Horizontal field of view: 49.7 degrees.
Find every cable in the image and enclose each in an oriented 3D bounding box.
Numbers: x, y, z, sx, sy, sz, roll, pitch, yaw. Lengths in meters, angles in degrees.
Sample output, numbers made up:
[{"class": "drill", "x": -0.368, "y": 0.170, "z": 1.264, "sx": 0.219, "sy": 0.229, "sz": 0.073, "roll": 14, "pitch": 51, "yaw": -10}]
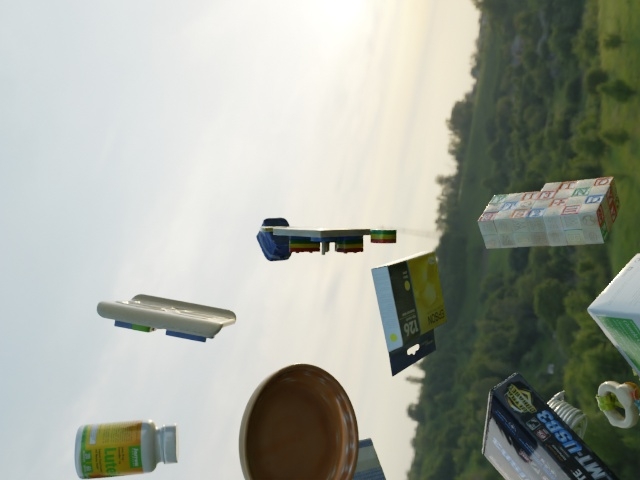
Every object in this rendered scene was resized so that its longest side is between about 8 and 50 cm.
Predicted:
[{"class": "cable", "x": 0.543, "y": 0.506, "z": 1.633, "sx": 0.257, "sy": 0.089, "sz": 0.257, "roll": -9, "pitch": -66, "yaw": -54}]

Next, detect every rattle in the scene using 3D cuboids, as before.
[{"class": "rattle", "x": 0.813, "y": 0.401, "z": 1.770, "sx": 0.199, "sy": 0.143, "sz": 0.130, "roll": 102, "pitch": 163, "yaw": -58}]

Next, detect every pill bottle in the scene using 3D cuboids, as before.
[{"class": "pill bottle", "x": -0.492, "y": 0.532, "z": 1.775, "sx": 0.136, "sy": 0.246, "sz": 0.136, "roll": 176, "pitch": 90, "yaw": -83}]

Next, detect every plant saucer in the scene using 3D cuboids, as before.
[{"class": "plant saucer", "x": -0.030, "y": 0.264, "z": 0.912, "sx": 0.200, "sy": 0.037, "sz": 0.200, "roll": 13, "pitch": -110, "yaw": -40}]

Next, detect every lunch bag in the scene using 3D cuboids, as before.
[{"class": "lunch bag", "x": -0.099, "y": 0.003, "z": 1.556, "sx": 0.098, "sy": 0.067, "sz": 0.065, "roll": 64, "pitch": 143, "yaw": 34}]

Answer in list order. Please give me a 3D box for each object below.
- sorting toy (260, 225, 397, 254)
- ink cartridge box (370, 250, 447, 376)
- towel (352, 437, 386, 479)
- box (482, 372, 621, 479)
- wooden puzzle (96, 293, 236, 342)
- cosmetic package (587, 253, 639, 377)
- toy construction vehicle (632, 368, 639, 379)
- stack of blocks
[{"class": "sorting toy", "x": 0.000, "y": 0.000, "z": 1.242, "sx": 0.132, "sy": 0.274, "sz": 0.046, "roll": -2, "pitch": -86, "yaw": -41}, {"class": "ink cartridge box", "x": 0.270, "y": 0.202, "z": 1.996, "sx": 0.303, "sy": 0.072, "sz": 0.307, "roll": -13, "pitch": -90, "yaw": -56}, {"class": "towel", "x": 0.088, "y": 0.625, "z": 1.662, "sx": 0.034, "sy": 0.209, "sz": 0.285, "roll": -40, "pitch": 61, "yaw": 42}, {"class": "box", "x": 0.418, "y": 0.423, "z": 1.243, "sx": 0.073, "sy": 0.295, "sz": 0.293, "roll": -30, "pitch": -36, "yaw": -15}, {"class": "wooden puzzle", "x": -0.410, "y": 0.220, "z": 1.895, "sx": 0.348, "sy": 0.322, "sz": 0.080, "roll": 3, "pitch": -83, "yaw": -89}, {"class": "cosmetic package", "x": 0.607, "y": 0.129, "z": 1.015, "sx": 0.155, "sy": 0.197, "sz": 0.365, "roll": -43, "pitch": 9, "yaw": -13}, {"class": "toy construction vehicle", "x": 0.772, "y": 0.298, "z": 1.608, "sx": 0.098, "sy": 0.086, "sz": 0.035, "roll": -17, "pitch": -89, "yaw": -67}, {"class": "stack of blocks", "x": 0.566, "y": -0.067, "z": 1.718, "sx": 0.171, "sy": 0.297, "sz": 0.087, "roll": -47, "pitch": -58, "yaw": -42}]
